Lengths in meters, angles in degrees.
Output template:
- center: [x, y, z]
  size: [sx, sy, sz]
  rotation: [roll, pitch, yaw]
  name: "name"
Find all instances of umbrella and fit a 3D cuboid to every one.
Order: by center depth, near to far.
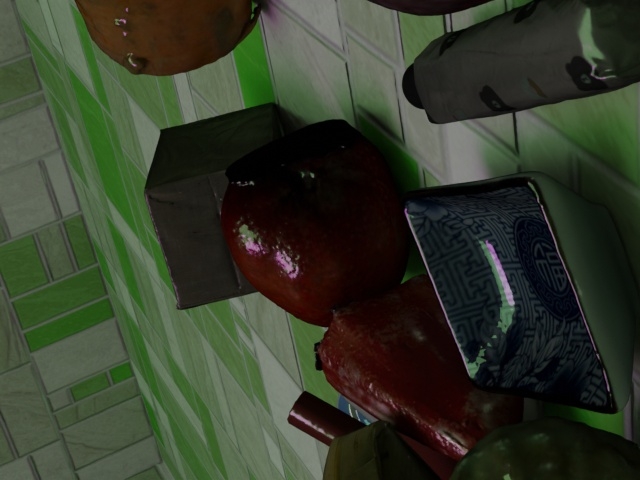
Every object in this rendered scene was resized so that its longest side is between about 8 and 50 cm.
- center: [0.135, -0.126, 0.934]
  size: [0.337, 0.067, 0.073]
  rotation: [178, 83, -72]
  name: "umbrella"

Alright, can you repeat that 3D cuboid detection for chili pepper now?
- center: [0.117, 0.132, 1.224]
  size: [0.252, 0.144, 0.136]
  rotation: [38, 110, 49]
  name: "chili pepper"

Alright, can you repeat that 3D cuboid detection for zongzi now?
- center: [0.092, 0.313, 1.162]
  size: [0.228, 0.115, 0.256]
  rotation: [44, -154, -32]
  name: "zongzi"

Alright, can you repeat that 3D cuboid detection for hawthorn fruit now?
- center: [0.000, 0.000, 1.339]
  size: [0.189, 0.189, 0.251]
  rotation: [50, 165, 43]
  name: "hawthorn fruit"

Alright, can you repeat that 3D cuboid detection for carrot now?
- center: [-0.194, -0.353, 1.377]
  size: [0.224, 0.224, 0.341]
  rotation: [53, 162, 38]
  name: "carrot"

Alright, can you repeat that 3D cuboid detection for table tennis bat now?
- center: [0.106, 0.238, 1.318]
  size: [0.310, 0.038, 0.200]
  rotation: [27, 142, 18]
  name: "table tennis bat"

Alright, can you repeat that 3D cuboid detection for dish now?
- center: [0.166, 0.028, 1.020]
  size: [0.182, 0.080, 0.243]
  rotation: [68, 162, -6]
  name: "dish"

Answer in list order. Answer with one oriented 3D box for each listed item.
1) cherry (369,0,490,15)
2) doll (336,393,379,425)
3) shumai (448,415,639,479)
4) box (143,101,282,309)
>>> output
- center: [0.040, -0.263, 0.851]
  size: [0.266, 0.183, 0.213]
  rotation: [50, 171, 2]
  name: "cherry"
- center: [0.094, 0.208, 1.456]
  size: [0.241, 0.098, 0.135]
  rotation: [36, 146, 55]
  name: "doll"
- center: [0.212, 0.289, 1.075]
  size: [0.330, 0.292, 0.288]
  rotation: [69, -162, 2]
  name: "shumai"
- center: [-0.102, -0.045, 1.515]
  size: [0.231, 0.155, 0.149]
  rotation: [-92, -12, -68]
  name: "box"
